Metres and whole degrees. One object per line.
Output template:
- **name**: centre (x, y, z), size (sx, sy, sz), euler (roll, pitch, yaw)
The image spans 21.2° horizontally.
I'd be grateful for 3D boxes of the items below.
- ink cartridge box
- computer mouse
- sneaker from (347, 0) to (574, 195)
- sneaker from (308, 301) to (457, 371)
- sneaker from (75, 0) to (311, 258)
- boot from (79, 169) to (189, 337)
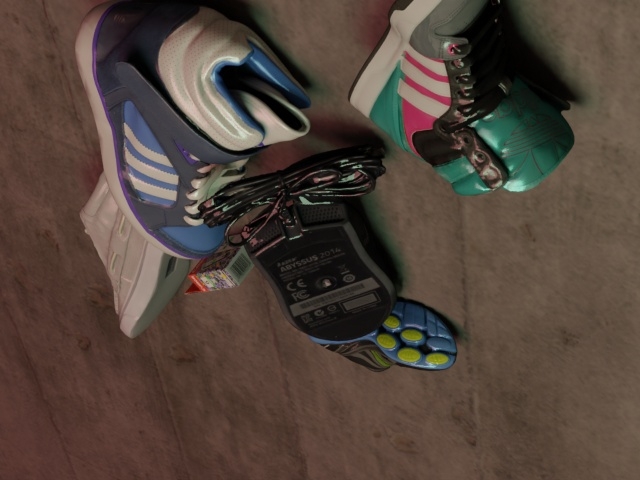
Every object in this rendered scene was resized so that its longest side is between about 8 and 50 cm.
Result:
- **ink cartridge box**: centre (-0.114, 0.026, 1.925), size (0.029, 0.063, 0.115), euler (49, 148, -21)
- **computer mouse**: centre (0.000, 0.000, 1.731), size (0.188, 0.072, 0.272), euler (-17, 139, 7)
- **sneaker**: centre (0.134, -0.129, 1.382), size (0.178, 0.124, 0.295), euler (41, 158, 5)
- **sneaker**: centre (0.074, 0.105, 1.848), size (0.188, 0.067, 0.078), euler (7, 159, 40)
- **sneaker**: centre (-0.101, -0.088, 1.686), size (0.236, 0.130, 0.323), euler (17, 139, 39)
- **boot**: centre (-0.223, 0.005, 2.005), size (0.123, 0.095, 0.258), euler (39, 142, 11)
